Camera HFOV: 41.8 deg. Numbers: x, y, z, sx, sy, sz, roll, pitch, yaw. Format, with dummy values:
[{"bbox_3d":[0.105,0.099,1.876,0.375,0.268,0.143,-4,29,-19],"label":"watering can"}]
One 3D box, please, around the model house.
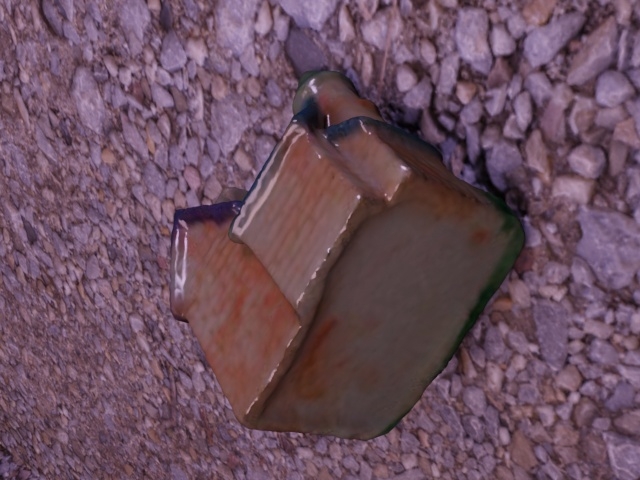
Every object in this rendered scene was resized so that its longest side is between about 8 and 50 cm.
[{"bbox_3d":[0.000,0.000,0.877,0.312,0.245,0.280,-59,41,19],"label":"model house"}]
